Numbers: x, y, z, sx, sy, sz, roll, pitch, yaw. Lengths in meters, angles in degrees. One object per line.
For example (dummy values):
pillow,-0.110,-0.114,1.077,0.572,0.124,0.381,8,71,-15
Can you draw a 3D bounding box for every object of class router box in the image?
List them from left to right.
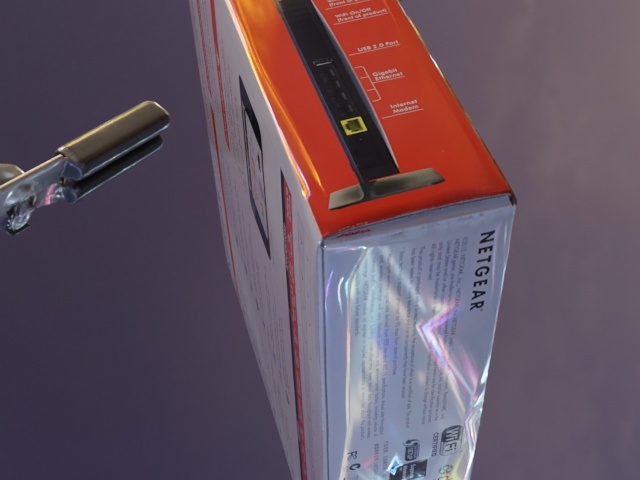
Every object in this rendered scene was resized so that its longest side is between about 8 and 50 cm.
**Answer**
router box,0.000,0.000,0.602,0.335,0.082,0.301,88,166,-48

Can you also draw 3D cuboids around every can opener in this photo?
can opener,-0.297,-0.096,1.189,0.095,0.076,0.283,38,-136,11
